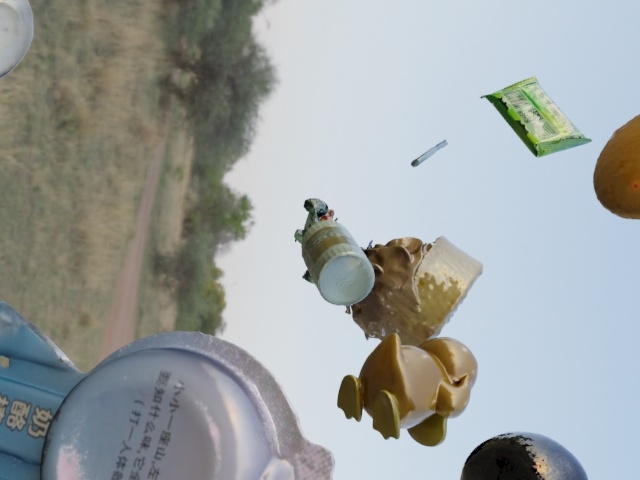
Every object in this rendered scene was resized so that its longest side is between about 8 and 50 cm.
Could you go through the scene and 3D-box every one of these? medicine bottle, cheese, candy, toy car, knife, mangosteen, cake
[{"bbox_3d":[0.012,0.017,0.661,0.083,0.047,0.047,-120,-142,-67],"label":"medicine bottle"},{"bbox_3d":[-0.105,0.106,0.413,0.052,0.244,0.135,41,62,-58],"label":"cheese"},{"bbox_3d":[0.337,-0.195,1.281,0.032,0.102,0.178,89,-19,-46],"label":"candy"},{"bbox_3d":[0.000,0.000,1.147,0.143,0.054,0.073,-106,-152,-58],"label":"toy car"},{"bbox_3d":[0.198,-0.158,1.445,0.028,0.015,0.210,-43,177,27],"label":"knife"},{"bbox_3d":[0.256,0.364,1.091,0.194,0.230,0.194,34,-42,37],"label":"mangosteen"},{"bbox_3d":[0.201,0.104,2.054,0.332,0.321,0.332,-54,172,-12],"label":"cake"}]

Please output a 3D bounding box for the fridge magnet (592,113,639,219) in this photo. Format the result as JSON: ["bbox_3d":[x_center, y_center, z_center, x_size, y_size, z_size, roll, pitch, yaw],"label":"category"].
[{"bbox_3d":[0.342,-0.078,0.815,0.143,0.063,0.143,-33,-146,26],"label":"fridge magnet"}]

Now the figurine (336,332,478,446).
[{"bbox_3d":[0.166,0.254,1.429,0.215,0.228,0.215,-24,-124,40],"label":"figurine"}]

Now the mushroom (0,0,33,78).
[{"bbox_3d":[-0.657,-0.307,1.306,0.313,0.397,0.224,-147,-135,-71],"label":"mushroom"}]
